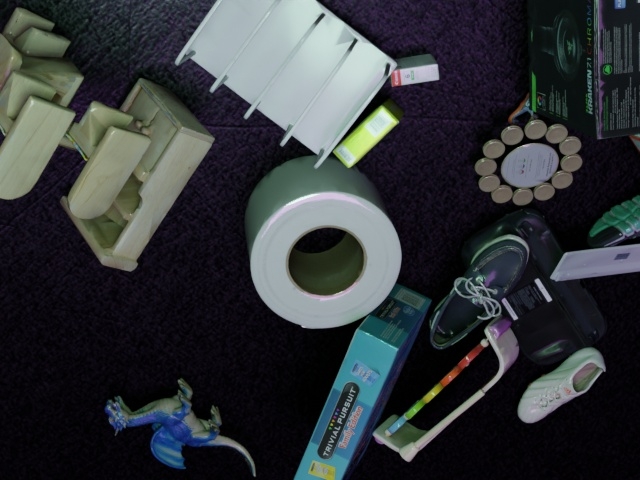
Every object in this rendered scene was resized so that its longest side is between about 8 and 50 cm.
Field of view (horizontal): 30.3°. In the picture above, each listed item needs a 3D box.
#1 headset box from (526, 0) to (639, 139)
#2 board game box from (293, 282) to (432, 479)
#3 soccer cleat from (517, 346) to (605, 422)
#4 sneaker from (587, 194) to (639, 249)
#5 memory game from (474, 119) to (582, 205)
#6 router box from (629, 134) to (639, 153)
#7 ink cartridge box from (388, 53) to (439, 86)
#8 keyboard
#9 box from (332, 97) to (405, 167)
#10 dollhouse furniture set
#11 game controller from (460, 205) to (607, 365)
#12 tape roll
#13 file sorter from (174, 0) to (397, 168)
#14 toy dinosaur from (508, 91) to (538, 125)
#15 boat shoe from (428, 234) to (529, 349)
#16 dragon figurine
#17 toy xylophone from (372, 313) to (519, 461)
[{"bbox_3d":[0.419,-0.305,1.798,0.131,0.283,0.246,-8,108,-10],"label":"headset box"},{"bbox_3d":[0.069,0.266,2.030,0.079,0.254,0.336,26,111,10],"label":"board game box"},{"bbox_3d":[0.443,0.273,2.183,0.068,0.076,0.196,40,104,-22],"label":"soccer cleat"},{"bbox_3d":[0.577,-0.034,2.059,0.223,0.083,0.098,-36,119,9],"label":"sneaker"},{"bbox_3d":[0.351,-0.130,1.989,0.186,0.012,0.186,-3,134,-4],"label":"memory game"},{"bbox_3d":[0.723,-0.172,1.973,0.335,0.082,0.301,-41,114,-3],"label":"router box"},{"bbox_3d":[0.128,-0.271,1.896,0.115,0.063,0.029,-9,115,-2],"label":"ink cartridge box"},{"bbox_3d":[0.524,0.033,2.070,0.256,0.014,0.072,-6,136,-22],"label":"keyboard"},{"bbox_3d":[0.081,-0.174,1.883,0.109,0.178,0.042,-43,93,13],"label":"box"},{"bbox_3d":[-0.398,-0.140,1.738,0.394,0.362,0.256,17,113,-47],"label":"dollhouse furniture set"},{"bbox_3d":[0.383,0.088,2.108,0.166,0.067,0.319,-26,116,21],"label":"game controller"},{"bbox_3d":[0.000,0.000,1.947,0.246,0.169,0.246,-3,114,-7],"label":"tape roll"},{"bbox_3d":[-0.052,-0.264,1.781,0.277,0.173,0.193,37,106,-7],"label":"file sorter"},{"bbox_3d":[0.348,-0.228,1.971,0.082,0.047,0.090,-18,83,11],"label":"toy dinosaur"},{"bbox_3d":[0.268,0.093,2.037,0.095,0.079,0.254,38,124,-7],"label":"boat shoe"},{"bbox_3d":[-0.255,0.349,2.120,0.144,0.085,0.289,-42,113,12],"label":"dragon figurine"},{"bbox_3d":[0.224,0.268,2.069,0.323,0.236,0.081,-45,81,15],"label":"toy xylophone"}]
